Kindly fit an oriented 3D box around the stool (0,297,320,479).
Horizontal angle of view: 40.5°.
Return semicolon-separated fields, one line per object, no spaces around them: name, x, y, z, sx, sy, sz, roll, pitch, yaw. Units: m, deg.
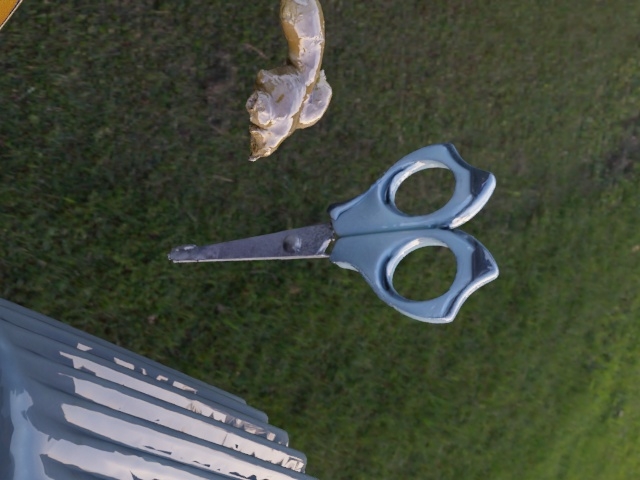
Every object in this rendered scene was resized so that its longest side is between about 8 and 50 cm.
stool;-0.181;0.187;0.516;0.297;0.297;0.330;-62;151;-13

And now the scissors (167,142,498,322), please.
scissors;-0.001;-0.001;0.880;0.029;0.360;0.191;52;38;-57

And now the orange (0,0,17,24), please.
orange;-0.349;-0.246;0.580;0.312;0.312;0.312;-13;109;-41

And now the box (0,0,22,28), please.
box;-0.404;-0.280;0.913;0.201;0.090;0.144;-43;94;18

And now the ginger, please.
ginger;-0.040;-0.203;1.056;0.133;0.059;0.214;-30;139;-32
